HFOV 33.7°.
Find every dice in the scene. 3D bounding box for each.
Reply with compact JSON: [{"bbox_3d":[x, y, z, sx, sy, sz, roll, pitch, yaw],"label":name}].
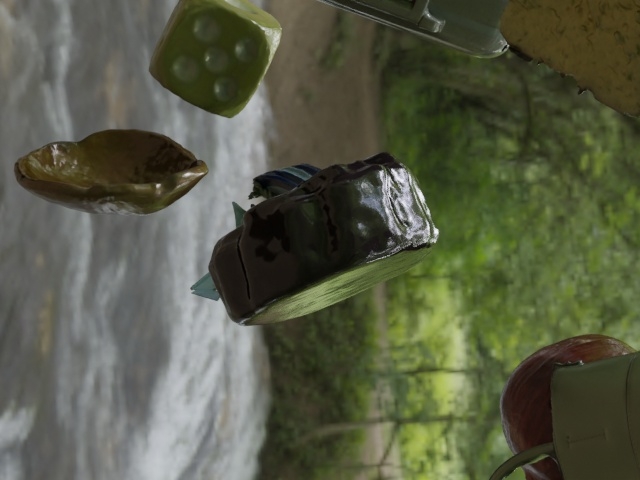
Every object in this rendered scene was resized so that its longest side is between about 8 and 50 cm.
[{"bbox_3d":[-0.173,-0.316,1.732,0.169,0.169,0.166,-59,-164,17],"label":"dice"}]

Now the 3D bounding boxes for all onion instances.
[{"bbox_3d":[0.478,0.325,1.773,0.341,0.341,0.341,-7,90,-80],"label":"onion"}]

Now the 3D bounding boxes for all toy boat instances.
[{"bbox_3d":[-0.082,-0.019,1.627,0.070,0.291,0.210,75,-10,-49],"label":"toy boat"}]

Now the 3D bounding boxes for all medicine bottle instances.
[{"bbox_3d":[0.070,-0.357,1.308,0.282,0.375,0.123,-95,-153,-57],"label":"medicine bottle"}]

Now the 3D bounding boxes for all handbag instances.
[{"bbox_3d":[0.270,0.195,0.804,0.109,0.315,0.241,15,62,-43],"label":"handbag"}]

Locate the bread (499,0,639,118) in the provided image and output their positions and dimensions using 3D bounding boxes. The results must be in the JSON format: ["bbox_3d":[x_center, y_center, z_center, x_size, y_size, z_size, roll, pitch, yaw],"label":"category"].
[{"bbox_3d":[0.202,-0.175,0.740,0.152,0.127,0.147,-96,-171,-55],"label":"bread"}]

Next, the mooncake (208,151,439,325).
[{"bbox_3d":[0.000,0.000,1.297,0.141,0.283,0.283,65,7,10],"label":"mooncake"}]

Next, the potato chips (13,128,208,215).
[{"bbox_3d":[-0.213,-0.062,1.094,0.195,0.208,0.062,-51,144,-64],"label":"potato chips"}]
